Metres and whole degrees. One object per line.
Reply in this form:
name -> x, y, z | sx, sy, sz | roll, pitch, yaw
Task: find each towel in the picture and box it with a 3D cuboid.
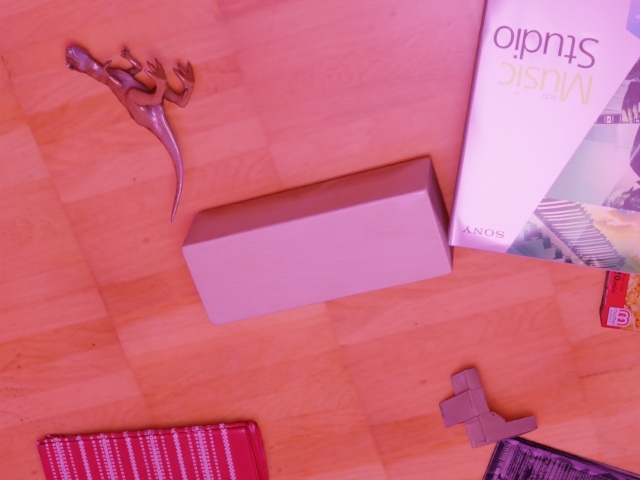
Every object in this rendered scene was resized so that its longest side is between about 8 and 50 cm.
towel -> -0.191, 0.310, 1.622 | 0.275, 0.031, 0.199 | -6, 113, 12

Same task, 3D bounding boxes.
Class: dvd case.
dvd case -> 0.289, 0.325, 1.564 | 0.221, 0.018, 0.164 | 18, 112, 2

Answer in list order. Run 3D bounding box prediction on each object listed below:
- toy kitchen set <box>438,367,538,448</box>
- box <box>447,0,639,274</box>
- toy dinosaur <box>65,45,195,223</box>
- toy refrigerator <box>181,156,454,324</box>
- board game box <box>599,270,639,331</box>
toy kitchen set -> 0.186, 0.189, 1.522 | 0.068, 0.075, 0.083 | -37, 66, 56
box -> 0.263, -0.134, 1.331 | 0.232, 0.058, 0.322 | 9, 104, 5
toy dinosaur -> -0.180, -0.138, 1.430 | 0.211, 0.064, 0.112 | 50, 128, -3
toy refrigerator -> 0.000, 0.000, 1.436 | 0.269, 0.094, 0.102 | -13, 115, 15
board game box -> 0.401, 0.029, 1.412 | 0.193, 0.045, 0.147 | 6, 113, 6
